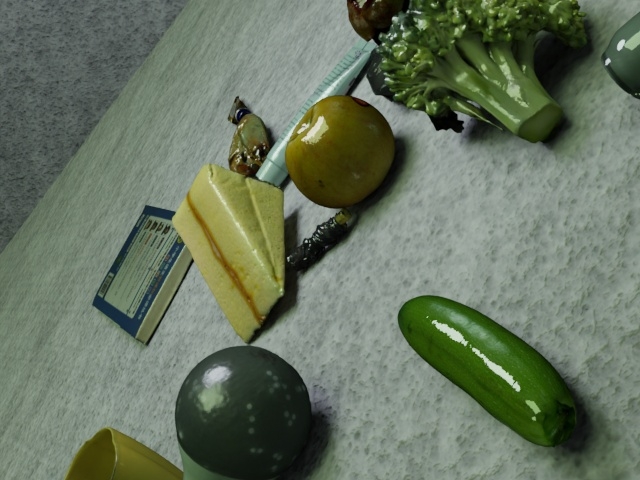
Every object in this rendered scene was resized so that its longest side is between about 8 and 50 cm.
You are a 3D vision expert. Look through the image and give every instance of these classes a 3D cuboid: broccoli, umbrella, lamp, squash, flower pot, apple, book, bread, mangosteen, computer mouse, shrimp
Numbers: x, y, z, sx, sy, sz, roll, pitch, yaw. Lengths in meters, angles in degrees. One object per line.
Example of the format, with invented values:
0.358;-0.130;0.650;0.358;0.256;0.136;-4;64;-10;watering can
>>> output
0.222;-0.218;1.070;0.243;0.263;0.247;60;153;33;broccoli
0.000;0.000;1.330;0.144;0.040;0.037;-44;38;33;umbrella
-0.107;0.297;1.120;0.182;0.182;0.313;-151;62;-63;lamp
0.171;0.126;0.871;0.082;0.082;0.292;-58;29;2;squash
-0.280;0.400;1.234;0.195;0.179;0.195;-42;31;32;flower pot
0.026;-0.141;1.303;0.182;0.155;0.182;-39;34;33;apple
-0.409;0.062;1.945;0.300;0.039;0.428;-62;27;-7;book
-0.161;0.017;1.417;0.167;0.163;0.264;-55;25;35;bread
0.126;-0.364;1.205;0.211;0.250;0.211;3;94;54;mangosteen
0.131;-0.281;1.375;0.105;0.062;0.192;-53;22;13;computer mouse
-0.149;-0.184;1.745;0.145;0.061;0.267;-63;29;11;shrimp

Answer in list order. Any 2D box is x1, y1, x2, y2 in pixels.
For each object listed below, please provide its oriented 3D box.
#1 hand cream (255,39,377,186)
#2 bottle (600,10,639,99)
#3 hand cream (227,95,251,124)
-0.011;-0.244;1.575;0.331;0.058;0.085;-56;26;6;hand cream
0.415;-0.245;0.856;0.254;0.079;0.096;-38;72;32;bottle
-0.195;-0.305;1.970;0.062;0.039;0.163;-71;23;12;hand cream
